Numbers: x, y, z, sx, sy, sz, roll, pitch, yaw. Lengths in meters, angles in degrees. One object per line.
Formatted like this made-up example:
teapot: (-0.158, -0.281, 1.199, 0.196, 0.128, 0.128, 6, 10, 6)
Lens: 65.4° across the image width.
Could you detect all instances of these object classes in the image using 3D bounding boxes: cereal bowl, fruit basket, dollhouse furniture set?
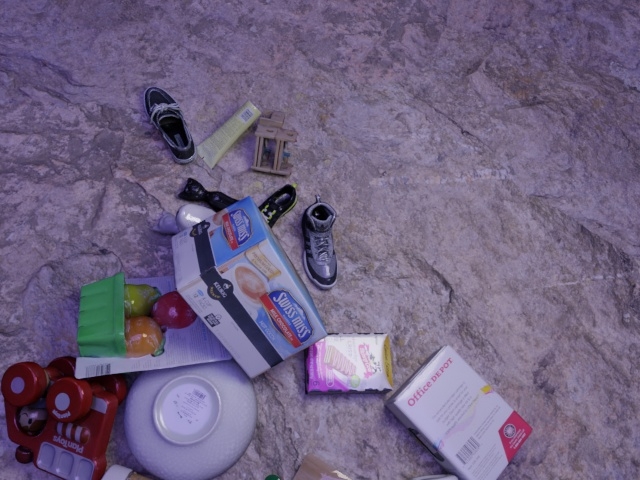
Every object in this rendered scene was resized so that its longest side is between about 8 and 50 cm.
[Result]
cereal bowl: (-0.325, 0.425, 1.241, 0.339, 0.141, 0.339, 2, 68, -6)
fruit basket: (-0.430, 0.211, 1.284, 0.353, 0.165, 0.327, 1, 37, -24)
dollhouse furniture set: (-0.140, -0.317, 1.601, 0.129, 0.129, 0.183, 10, 37, -4)

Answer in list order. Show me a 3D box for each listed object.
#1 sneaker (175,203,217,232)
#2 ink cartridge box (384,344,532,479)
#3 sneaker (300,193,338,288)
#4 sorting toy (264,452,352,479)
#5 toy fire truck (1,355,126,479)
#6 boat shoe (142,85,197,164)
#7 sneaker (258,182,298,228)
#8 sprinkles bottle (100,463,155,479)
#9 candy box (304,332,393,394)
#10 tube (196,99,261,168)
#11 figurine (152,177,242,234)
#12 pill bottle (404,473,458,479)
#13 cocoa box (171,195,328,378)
sneaker: (-0.252, -0.008, 1.351, 0.297, 0.129, 0.111, 35, 70, -28)
ink cartridge box: (0.361, 0.468, 1.322, 0.226, 0.131, 0.306, -40, 76, -20)
sneaker: (0.000, 0.000, 1.452, 0.101, 0.153, 0.268, -7, 69, -10)
sorting toy: (0.002, 0.631, 1.241, 0.274, 0.046, 0.132, 26, 66, 17)
toy fire truck: (-0.628, 0.424, 1.185, 0.302, 0.169, 0.254, 12, 85, 13)
boat shoe: (-0.482, -0.383, 1.567, 0.113, 0.105, 0.306, -21, 71, -13)
sneaker: (-0.157, -0.092, 1.499, 0.084, 0.097, 0.234, 38, 68, 8)
sprinkles bottle: (-0.346, 0.640, 1.159, 0.355, 0.121, 0.121, 20, 67, 1)
candy box: (0.074, 0.338, 1.368, 0.233, 0.071, 0.159, 1, 67, -8)
tube: (-0.291, -0.341, 1.578, 0.240, 0.062, 0.070, -44, 36, 5)
figurine: (-0.364, -0.069, 1.476, 0.209, 0.092, 0.215, 27, 67, 12)
pill bottle: (0.287, 0.715, 1.202, 0.146, 0.146, 0.264, -3, 68, -9)
cocoa box: (-0.170, 0.114, 1.224, 0.228, 0.347, 0.231, -29, 34, -1)
